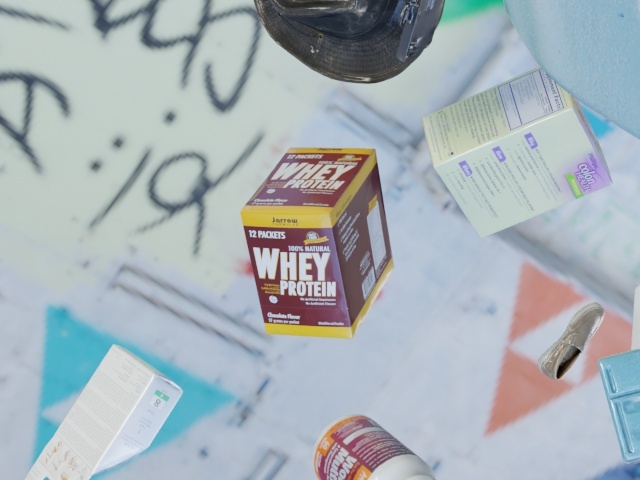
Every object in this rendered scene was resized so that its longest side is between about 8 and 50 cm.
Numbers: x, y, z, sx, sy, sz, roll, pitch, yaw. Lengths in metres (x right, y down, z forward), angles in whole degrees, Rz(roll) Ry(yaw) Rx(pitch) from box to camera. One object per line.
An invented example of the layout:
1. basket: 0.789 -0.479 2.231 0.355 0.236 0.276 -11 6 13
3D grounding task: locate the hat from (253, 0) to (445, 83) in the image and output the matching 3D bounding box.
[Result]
1. hat: 0.016 -0.386 2.222 0.331 0.331 0.134 40 -157 15

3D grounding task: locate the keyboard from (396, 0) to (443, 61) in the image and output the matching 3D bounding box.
1. keyboard: 0.135 -0.323 1.997 0.023 0.180 0.108 28 -146 21

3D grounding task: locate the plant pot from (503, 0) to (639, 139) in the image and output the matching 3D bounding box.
1. plant pot: 0.320 -0.293 1.581 0.252 0.247 0.248 32 154 38

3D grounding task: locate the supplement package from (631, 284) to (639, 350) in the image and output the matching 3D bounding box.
1. supplement package: 0.554 0.146 1.953 0.292 0.178 0.175 5 171 6

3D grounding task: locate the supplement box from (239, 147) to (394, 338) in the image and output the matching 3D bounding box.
1. supplement box: 0.000 0.000 2.066 0.129 0.194 0.191 2 -149 22

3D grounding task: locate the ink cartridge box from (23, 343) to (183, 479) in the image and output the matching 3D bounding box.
1. ink cartridge box: -0.280 0.253 1.935 0.056 0.225 0.181 33 174 -26

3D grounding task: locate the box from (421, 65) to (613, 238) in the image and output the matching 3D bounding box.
1. box: 0.321 -0.146 2.483 0.213 0.243 0.117 51 -157 -46

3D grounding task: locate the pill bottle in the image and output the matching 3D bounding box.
1. pill bottle: 0.089 0.341 2.141 0.121 0.121 0.221 28 -177 -35

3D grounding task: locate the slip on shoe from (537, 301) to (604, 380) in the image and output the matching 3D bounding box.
1. slip on shoe: 0.388 0.155 2.308 0.051 0.135 0.041 45 179 -37

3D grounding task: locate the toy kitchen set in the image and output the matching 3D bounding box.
1. toy kitchen set: 0.410 0.153 1.639 0.166 0.207 0.122 43 -147 -70
